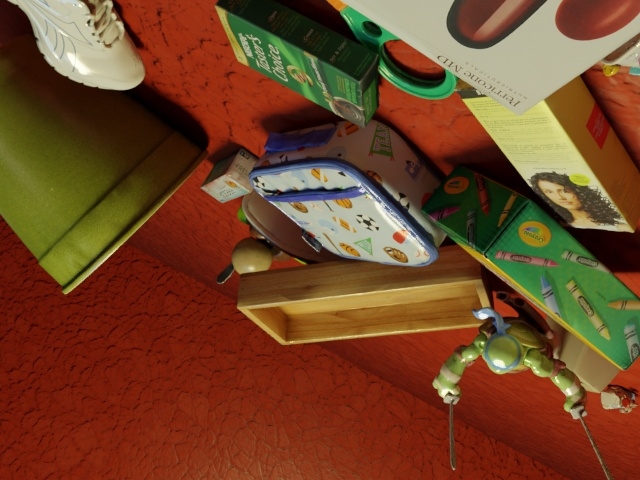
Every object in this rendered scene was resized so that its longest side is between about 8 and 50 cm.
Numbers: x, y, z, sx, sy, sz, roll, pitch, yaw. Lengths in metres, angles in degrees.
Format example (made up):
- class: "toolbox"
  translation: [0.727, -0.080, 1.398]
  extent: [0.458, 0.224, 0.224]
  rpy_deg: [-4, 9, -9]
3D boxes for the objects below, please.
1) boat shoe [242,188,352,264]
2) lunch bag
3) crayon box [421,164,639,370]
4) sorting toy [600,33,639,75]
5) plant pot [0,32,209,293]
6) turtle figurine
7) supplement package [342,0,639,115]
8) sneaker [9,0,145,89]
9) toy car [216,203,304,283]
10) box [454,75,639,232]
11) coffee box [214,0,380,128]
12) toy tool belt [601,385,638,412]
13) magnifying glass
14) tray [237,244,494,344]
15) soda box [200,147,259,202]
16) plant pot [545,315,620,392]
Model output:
- class: "boat shoe"
  translation: [0.000, 0.000, 1.211]
  extent: [0.324, 0.116, 0.097]
  rpy_deg: [24, 162, -4]
- class: "lunch bag"
  translation: [0.034, -0.069, 0.940]
  extent: [0.243, 0.115, 0.303]
  rpy_deg: [40, 160, -28]
- class: "crayon box"
  translation: [0.272, 0.032, 0.796]
  extent: [0.278, 0.081, 0.165]
  rpy_deg: [36, -174, -24]
- class: "sorting toy"
  translation: [0.257, -0.143, 0.470]
  extent: [0.075, 0.044, 0.083]
  rpy_deg: [11, 166, -8]
- class: "plant pot"
  translation: [-0.456, -0.156, 1.145]
  extent: [0.353, 0.366, 0.366]
  rpy_deg: [45, 160, -15]
- class: "turtle figurine"
  translation: [0.285, 0.218, 0.971]
  extent: [0.274, 0.198, 0.266]
  rpy_deg: [65, -158, 7]
- class: "supplement package"
  translation: [0.103, -0.204, 0.321]
  extent: [0.194, 0.149, 0.203]
  rpy_deg: [30, 163, -6]
- class: "sneaker"
  translation: [-0.323, -0.300, 0.840]
  extent: [0.129, 0.111, 0.297]
  rpy_deg: [12, 159, 30]
- class: "toy car"
  translation: [-0.132, 0.036, 1.371]
  extent: [0.155, 0.188, 0.149]
  rpy_deg: [28, 166, 34]
- class: "box"
  translation: [0.229, -0.094, 0.619]
  extent: [0.232, 0.058, 0.087]
  rpy_deg: [40, 161, -33]
- class: "coffee box"
  translation: [-0.022, -0.200, 0.705]
  extent: [0.184, 0.040, 0.113]
  rpy_deg: [32, 170, 13]
- class: "toy tool belt"
  translation: [0.613, 0.321, 1.300]
  extent: [0.051, 0.052, 0.083]
  rpy_deg: [0, 175, -17]
- class: "magnifying glass"
  translation: [0.046, -0.216, 0.621]
  extent: [0.231, 0.026, 0.092]
  rpy_deg: [33, 164, -23]
- class: "tray"
  translation: [0.085, 0.102, 1.132]
  extent: [0.411, 0.076, 0.203]
  rpy_deg: [-9, 150, 18]
- class: "soda box"
  translation: [-0.167, -0.119, 1.209]
  extent: [0.058, 0.063, 0.183]
  rpy_deg: [34, 164, -20]
- class: "plant pot"
  translation: [0.441, 0.196, 1.093]
  extent: [0.109, 0.096, 0.109]
  rpy_deg: [35, 163, -23]
